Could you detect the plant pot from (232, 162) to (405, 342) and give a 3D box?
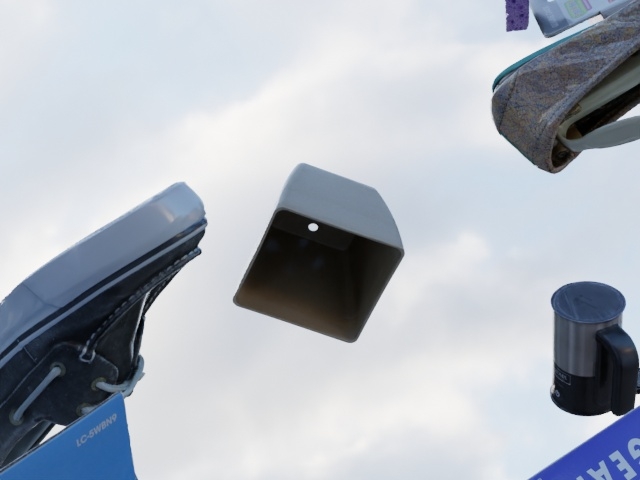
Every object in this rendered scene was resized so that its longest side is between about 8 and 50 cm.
[{"bbox_3d":[0.000,0.000,1.276,0.109,0.096,0.109,19,-53,-11],"label":"plant pot"}]

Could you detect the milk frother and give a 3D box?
[{"bbox_3d":[0.339,0.119,1.781,0.129,0.143,0.134,27,-46,39],"label":"milk frother"}]

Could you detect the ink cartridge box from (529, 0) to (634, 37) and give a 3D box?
[{"bbox_3d":[0.402,-0.292,1.929,0.272,0.309,0.130,-22,-69,10],"label":"ink cartridge box"}]

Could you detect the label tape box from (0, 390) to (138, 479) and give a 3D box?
[{"bbox_3d":[-0.213,0.278,0.999,0.106,0.241,0.333,14,-57,38],"label":"label tape box"}]

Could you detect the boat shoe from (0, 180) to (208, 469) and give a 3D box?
[{"bbox_3d":[-0.183,0.084,1.159,0.335,0.119,0.121,-39,-3,31],"label":"boat shoe"}]

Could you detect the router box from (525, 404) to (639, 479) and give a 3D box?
[{"bbox_3d":[0.215,0.286,1.491,0.335,0.082,0.301,-21,-24,-46],"label":"router box"}]

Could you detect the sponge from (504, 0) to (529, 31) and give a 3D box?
[{"bbox_3d":[0.229,-0.370,1.875,0.031,0.210,0.117,-4,-18,8],"label":"sponge"}]

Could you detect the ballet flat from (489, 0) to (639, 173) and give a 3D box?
[{"bbox_3d":[0.288,-0.154,1.252,0.316,0.106,0.107,-34,-33,15],"label":"ballet flat"}]
